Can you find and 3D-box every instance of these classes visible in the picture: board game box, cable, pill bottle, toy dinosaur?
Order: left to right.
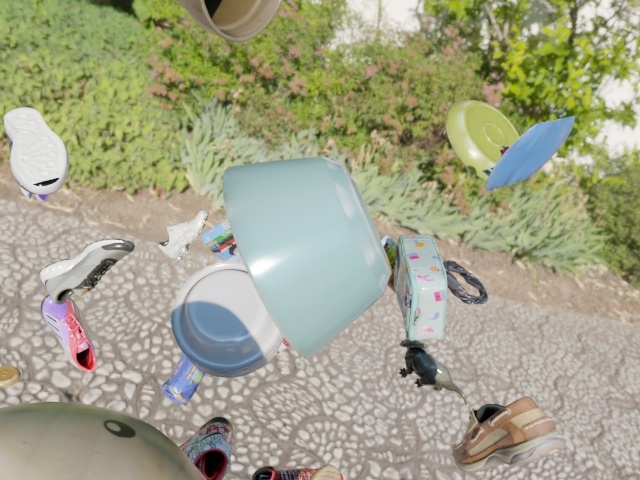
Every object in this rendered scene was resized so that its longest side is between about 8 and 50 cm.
[{"bbox_3d":[-0.204,0.006,1.436,0.039,0.160,0.211,56,-1,34],"label":"board game box"},{"bbox_3d":[0.244,0.093,1.693,0.215,0.117,0.117,45,28,-1],"label":"pill bottle"},{"bbox_3d":[0.340,0.410,1.676,0.121,0.160,0.313,-30,68,-18],"label":"toy dinosaur"},{"bbox_3d":[0.458,0.137,1.700,0.184,0.047,0.150,39,30,15],"label":"cable"},{"bbox_3d":[0.317,-0.144,0.825,0.168,0.133,0.033,-17,58,-33],"label":"board game box"}]

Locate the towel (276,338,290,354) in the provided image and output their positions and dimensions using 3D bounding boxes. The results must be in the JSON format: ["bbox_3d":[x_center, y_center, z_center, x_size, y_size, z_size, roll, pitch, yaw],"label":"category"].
[{"bbox_3d":[-0.153,0.209,1.528,0.237,0.329,0.037,48,35,-3],"label":"towel"}]

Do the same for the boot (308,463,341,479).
[{"bbox_3d":[-0.057,0.600,1.195,0.090,0.248,0.207,30,-13,-16],"label":"boot"}]

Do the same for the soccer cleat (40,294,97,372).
[{"bbox_3d":[-0.815,0.303,1.741,0.116,0.318,0.108,26,45,35],"label":"soccer cleat"}]

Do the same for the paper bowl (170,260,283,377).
[{"bbox_3d":[-0.226,0.187,1.315,0.284,0.148,0.284,2,65,-4],"label":"paper bowl"}]

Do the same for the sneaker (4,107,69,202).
[{"bbox_3d":[-0.712,-0.165,1.363,0.130,0.236,0.323,-20,54,-27],"label":"sneaker"}]

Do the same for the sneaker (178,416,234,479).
[{"bbox_3d":[-0.290,0.499,1.108,0.090,0.270,0.145,47,-2,-11],"label":"sneaker"}]

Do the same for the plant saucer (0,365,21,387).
[{"bbox_3d":[-0.935,0.399,1.566,0.083,0.015,0.083,11,31,-7],"label":"plant saucer"}]

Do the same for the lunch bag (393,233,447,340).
[{"bbox_3d":[0.266,0.131,1.444,0.107,0.224,0.279,0,33,0],"label":"lunch bag"}]

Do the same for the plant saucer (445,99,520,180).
[{"bbox_3d":[0.406,-0.246,1.270,0.241,0.037,0.241,14,59,-24],"label":"plant saucer"}]

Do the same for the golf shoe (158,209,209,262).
[{"bbox_3d":[-0.374,-0.023,1.437,0.086,0.176,0.069,35,14,-14],"label":"golf shoe"}]

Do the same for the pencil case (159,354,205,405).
[{"bbox_3d":[-0.468,0.450,1.951,0.119,0.306,0.133,18,-22,28],"label":"pencil case"}]

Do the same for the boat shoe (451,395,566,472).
[{"bbox_3d":[0.352,0.381,1.049,0.123,0.324,0.116,-9,65,-23],"label":"boat shoe"}]

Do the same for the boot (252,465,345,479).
[{"bbox_3d":[-0.060,0.676,1.485,0.244,0.176,0.088,-7,57,11],"label":"boot"}]

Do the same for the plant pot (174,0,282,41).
[{"bbox_3d":[-0.261,-0.642,1.163,0.280,0.323,0.323,28,26,20],"label":"plant pot"}]

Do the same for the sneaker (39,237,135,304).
[{"bbox_3d":[-0.599,0.077,1.386,0.108,0.271,0.100,65,9,16],"label":"sneaker"}]

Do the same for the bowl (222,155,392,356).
[{"bbox_3d":[0.000,0.000,0.793,0.163,0.312,0.311,-23,28,9],"label":"bowl"}]

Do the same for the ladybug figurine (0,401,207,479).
[{"bbox_3d":[-0.141,0.309,0.381,0.305,0.449,0.162,-2,16,33],"label":"ladybug figurine"}]
